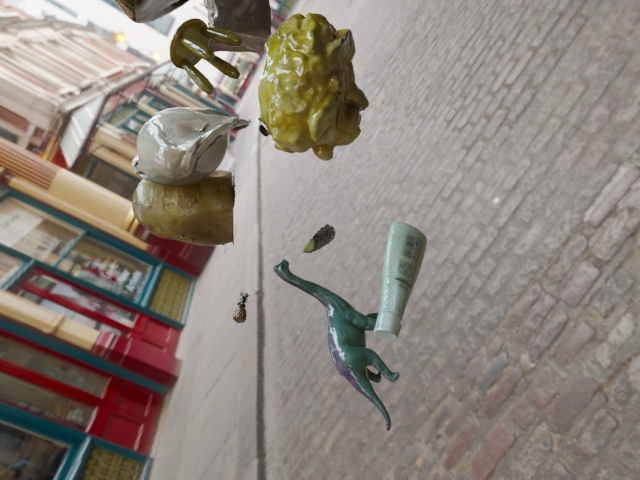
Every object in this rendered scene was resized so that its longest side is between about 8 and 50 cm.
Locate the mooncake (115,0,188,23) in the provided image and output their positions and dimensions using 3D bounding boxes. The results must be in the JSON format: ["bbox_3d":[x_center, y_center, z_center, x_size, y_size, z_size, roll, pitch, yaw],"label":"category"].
[{"bbox_3d":[-0.333,-0.664,1.168,0.378,0.200,0.378,-38,14,11],"label":"mooncake"}]

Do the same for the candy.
[{"bbox_3d":[-0.235,-0.630,1.526,0.137,0.195,0.184,172,93,-70],"label":"candy"}]

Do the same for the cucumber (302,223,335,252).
[{"bbox_3d":[0.001,0.003,1.956,0.078,0.062,0.211,-54,-3,22],"label":"cucumber"}]

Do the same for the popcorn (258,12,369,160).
[{"bbox_3d":[-0.021,-0.301,1.068,0.215,0.252,0.286,1,65,22],"label":"popcorn"}]

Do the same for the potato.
[{"bbox_3d":[-0.352,-0.094,1.412,0.229,0.266,0.229,-177,90,-76],"label":"potato"}]

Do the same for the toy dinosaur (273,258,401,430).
[{"bbox_3d":[0.024,0.247,1.322,0.129,0.331,0.383,128,151,-51],"label":"toy dinosaur"}]

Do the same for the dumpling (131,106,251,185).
[{"bbox_3d":[-0.291,-0.234,1.247,0.260,0.181,0.341,-37,-2,-33],"label":"dumpling"}]

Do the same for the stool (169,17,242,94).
[{"bbox_3d":[-0.236,-0.384,1.115,0.134,0.110,0.135,-58,-15,8],"label":"stool"}]

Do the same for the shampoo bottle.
[{"bbox_3d":[0.121,0.063,0.830,0.041,0.069,0.190,-29,35,50],"label":"shampoo bottle"}]

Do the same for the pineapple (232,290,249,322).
[{"bbox_3d":[-0.302,0.254,2.069,0.058,0.058,0.124,-47,25,43],"label":"pineapple"}]
